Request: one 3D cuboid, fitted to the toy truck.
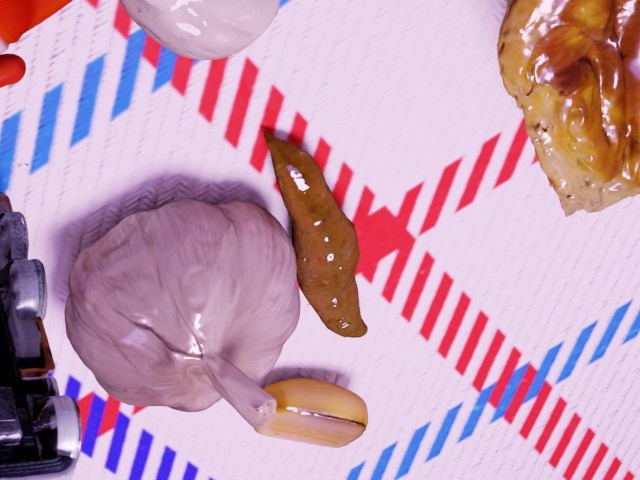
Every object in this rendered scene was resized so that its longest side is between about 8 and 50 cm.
[{"bbox_3d":[-0.282,0.129,1.409,0.133,0.338,0.184,-2,136,-23],"label":"toy truck"}]

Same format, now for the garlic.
[{"bbox_3d":[-0.104,0.083,1.540,0.218,0.212,0.218,-16,136,-16],"label":"garlic"}]

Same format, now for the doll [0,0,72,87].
[{"bbox_3d":[-0.332,-0.136,1.291,0.336,0.105,0.200,-34,141,2],"label":"doll"}]

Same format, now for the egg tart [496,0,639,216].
[{"bbox_3d":[0.285,-0.196,1.454,0.339,0.153,0.351,-32,138,10],"label":"egg tart"}]

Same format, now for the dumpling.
[{"bbox_3d":[-0.087,-0.202,1.319,0.136,0.118,0.199,-49,162,9],"label":"dumpling"}]

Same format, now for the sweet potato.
[{"bbox_3d":[0.000,0.000,1.612,0.067,0.067,0.274,-21,134,-2],"label":"sweet potato"}]

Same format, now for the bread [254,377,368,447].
[{"bbox_3d":[-0.010,0.166,1.788,0.115,0.056,0.082,12,148,-18],"label":"bread"}]
